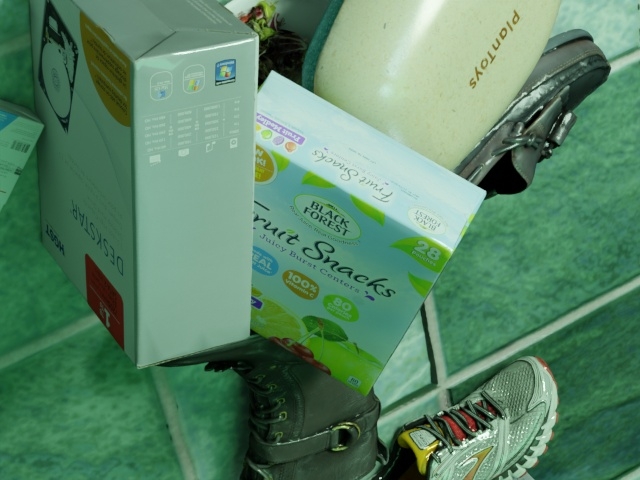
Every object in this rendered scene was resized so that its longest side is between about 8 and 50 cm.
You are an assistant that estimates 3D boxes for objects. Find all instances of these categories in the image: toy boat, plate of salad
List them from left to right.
[{"bbox_3d":[-0.028,-0.100,1.315,0.200,0.048,0.200,-17,127,-24],"label":"plate of salad"},{"bbox_3d":[0.051,-0.206,1.243,0.267,0.148,0.318,-53,139,-17],"label":"toy boat"}]

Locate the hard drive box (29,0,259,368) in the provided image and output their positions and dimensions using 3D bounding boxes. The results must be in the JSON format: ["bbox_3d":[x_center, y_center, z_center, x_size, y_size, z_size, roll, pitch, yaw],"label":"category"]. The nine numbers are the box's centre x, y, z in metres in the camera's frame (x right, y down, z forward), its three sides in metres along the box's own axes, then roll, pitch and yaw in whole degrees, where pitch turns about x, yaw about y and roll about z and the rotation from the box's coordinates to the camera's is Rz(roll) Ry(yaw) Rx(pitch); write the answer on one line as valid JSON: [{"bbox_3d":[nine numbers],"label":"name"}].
[{"bbox_3d":[-0.122,-0.062,1.186,0.089,0.181,0.232,-15,125,-25],"label":"hard drive box"}]

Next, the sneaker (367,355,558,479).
[{"bbox_3d":[0.125,0.191,1.579,0.225,0.088,0.093,-46,132,0],"label":"sneaker"}]

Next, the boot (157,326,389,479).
[{"bbox_3d":[-0.040,0.137,1.434,0.263,0.091,0.229,-9,125,-28],"label":"boot"}]

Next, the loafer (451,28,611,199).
[{"bbox_3d":[0.124,-0.051,1.397,0.302,0.095,0.109,-36,157,-12],"label":"loafer"}]

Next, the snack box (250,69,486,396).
[{"bbox_3d":[0.000,0.000,1.253,0.070,0.174,0.207,-58,175,-38],"label":"snack box"}]

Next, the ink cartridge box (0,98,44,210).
[{"bbox_3d":[-0.234,-0.057,1.217,0.048,0.028,0.083,18,107,-40],"label":"ink cartridge box"}]

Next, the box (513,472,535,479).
[{"bbox_3d":[0.159,0.284,1.595,0.145,0.186,0.038,-45,133,-2],"label":"box"}]
